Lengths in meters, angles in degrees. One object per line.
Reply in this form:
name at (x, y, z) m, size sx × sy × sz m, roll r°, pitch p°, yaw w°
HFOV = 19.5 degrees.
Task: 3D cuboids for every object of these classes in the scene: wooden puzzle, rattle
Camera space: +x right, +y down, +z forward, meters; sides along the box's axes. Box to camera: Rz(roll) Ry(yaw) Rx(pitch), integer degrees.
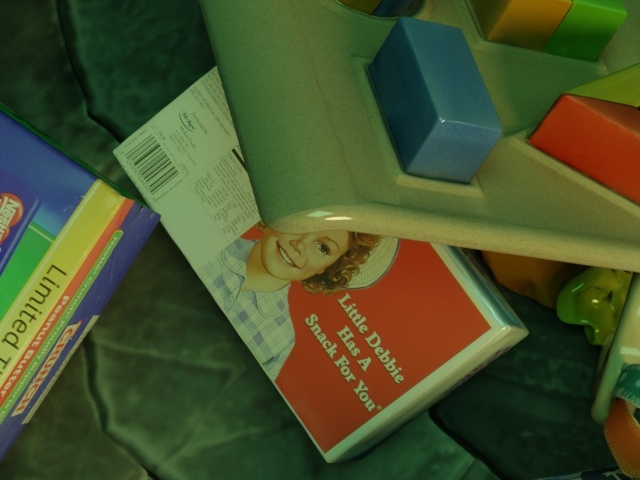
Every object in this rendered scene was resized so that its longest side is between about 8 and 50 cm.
wooden puzzle at (0.103, -0.125, 1.217) m, size 0.348 × 0.080 × 0.322 m, roll 4°, pitch 47°, yaw -24°
rattle at (0.165, 0.058, 1.225) m, size 0.143 × 0.130 × 0.199 m, roll 31°, pitch 43°, yaw -4°

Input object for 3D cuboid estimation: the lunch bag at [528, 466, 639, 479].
lunch bag at (0.224, 0.275, 1.111) m, size 0.328 × 0.239 × 0.385 m, roll -8°, pitch 39°, yaw -4°

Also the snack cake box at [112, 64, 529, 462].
snack cake box at (0.000, 0.000, 1.257) m, size 0.152 × 0.089 × 0.264 m, roll -37°, pitch 76°, yaw 10°

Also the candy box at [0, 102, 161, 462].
candy box at (-0.310, 0.001, 1.219) m, size 0.317 × 0.122 × 0.268 m, roll 34°, pitch 92°, yaw 8°
